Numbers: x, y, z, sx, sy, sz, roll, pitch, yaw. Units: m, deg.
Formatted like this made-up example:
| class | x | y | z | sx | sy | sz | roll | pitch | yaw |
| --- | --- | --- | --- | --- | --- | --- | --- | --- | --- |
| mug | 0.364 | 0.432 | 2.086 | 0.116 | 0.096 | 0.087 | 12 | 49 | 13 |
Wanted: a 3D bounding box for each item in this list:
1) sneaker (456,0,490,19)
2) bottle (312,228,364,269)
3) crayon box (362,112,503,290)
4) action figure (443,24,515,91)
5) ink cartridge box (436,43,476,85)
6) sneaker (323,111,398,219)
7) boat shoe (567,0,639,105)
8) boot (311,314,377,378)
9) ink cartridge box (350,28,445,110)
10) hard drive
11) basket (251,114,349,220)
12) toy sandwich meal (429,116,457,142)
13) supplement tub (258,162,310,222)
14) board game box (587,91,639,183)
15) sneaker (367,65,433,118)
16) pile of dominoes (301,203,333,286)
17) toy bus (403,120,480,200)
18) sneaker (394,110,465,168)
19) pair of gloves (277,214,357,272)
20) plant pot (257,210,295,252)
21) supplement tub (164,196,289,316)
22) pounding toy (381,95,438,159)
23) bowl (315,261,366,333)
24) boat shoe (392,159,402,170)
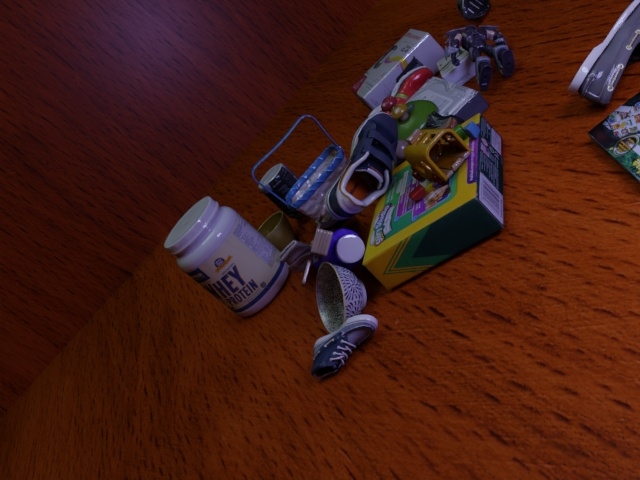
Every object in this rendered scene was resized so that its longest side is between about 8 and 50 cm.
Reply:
| class | x | y | z | sx | sy | sz | roll | pitch | yaw |
| --- | --- | --- | --- | --- | --- | --- | --- | --- | --- |
| sneaker | 0.527 | -0.828 | 2.448 | 0.108 | 0.100 | 0.271 | -48 | 13 | 39 |
| bottle | 0.050 | 0.029 | 1.726 | 0.118 | 0.092 | 0.283 | -56 | 4 | -9 |
| crayon box | 0.266 | -0.094 | 1.620 | 0.313 | 0.106 | 0.363 | -34 | 24 | 34 |
| action figure | 0.455 | -0.541 | 1.996 | 0.185 | 0.099 | 0.285 | -16 | 39 | 4 |
| ink cartridge box | 0.426 | -0.538 | 2.152 | 0.109 | 0.063 | 0.150 | -38 | 23 | 21 |
| sneaker | 0.131 | -0.195 | 1.752 | 0.127 | 0.126 | 0.321 | -16 | 44 | 62 |
| boat shoe | 0.645 | -0.410 | 1.484 | 0.305 | 0.091 | 0.109 | -50 | -16 | -13 |
| boot | 0.052 | 0.235 | 1.515 | 0.190 | 0.069 | 0.086 | -40 | 28 | 40 |
| ink cartridge box | 0.270 | -0.575 | 2.418 | 0.306 | 0.131 | 0.226 | -45 | 21 | 8 |
| hard drive | 0.320 | -0.357 | 2.027 | 0.237 | 0.064 | 0.339 | -45 | 24 | 6 |
| basket | -0.030 | -0.194 | 2.092 | 0.255 | 0.289 | 0.201 | -45 | 21 | 1 |
| toy sandwich meal | 0.294 | -0.262 | 1.686 | 0.085 | 0.029 | 0.085 | -39 | 19 | 16 |
| supplement tub | -0.101 | -0.152 | 2.288 | 0.117 | 0.190 | 0.117 | -38 | 23 | 20 |
| board game box | 0.596 | -0.189 | 1.276 | 0.136 | 0.030 | 0.259 | -37 | 23 | 17 |
| sneaker | 0.277 | -0.433 | 2.240 | 0.279 | 0.107 | 0.118 | -50 | 40 | 2 |
| pile of dominoes | -0.002 | 0.018 | 1.687 | 0.251 | 0.040 | 0.195 | 110 | 175 | -88 |
| toy bus | 0.240 | -0.200 | 1.557 | 0.202 | 0.104 | 0.191 | -32 | 24 | 35 |
| sneaker | 0.285 | -0.249 | 1.829 | 0.227 | 0.087 | 0.130 | -34 | 52 | 25 |
| pair of gloves | 0.000 | 0.000 | 1.913 | 0.240 | 0.042 | 0.204 | -41 | -18 | 2 |
| plant pot | -0.137 | -0.013 | 2.243 | 0.134 | 0.095 | 0.134 | -38 | 23 | 19 |
| supplement tub | -0.278 | 0.047 | 2.088 | 0.235 | 0.325 | 0.235 | -39 | 23 | 20 |
| pounding toy | 0.212 | -0.328 | 1.945 | 0.183 | 0.110 | 0.237 | -8 | 45 | 56 |
| bowl | 0.056 | 0.129 | 1.619 | 0.080 | 0.170 | 0.170 | -6 | 9 | -22 |
| boat shoe | 0.200 | -0.213 | 2.028 | 0.056 | 0.048 | 0.153 | -9 | 43 | 58 |
